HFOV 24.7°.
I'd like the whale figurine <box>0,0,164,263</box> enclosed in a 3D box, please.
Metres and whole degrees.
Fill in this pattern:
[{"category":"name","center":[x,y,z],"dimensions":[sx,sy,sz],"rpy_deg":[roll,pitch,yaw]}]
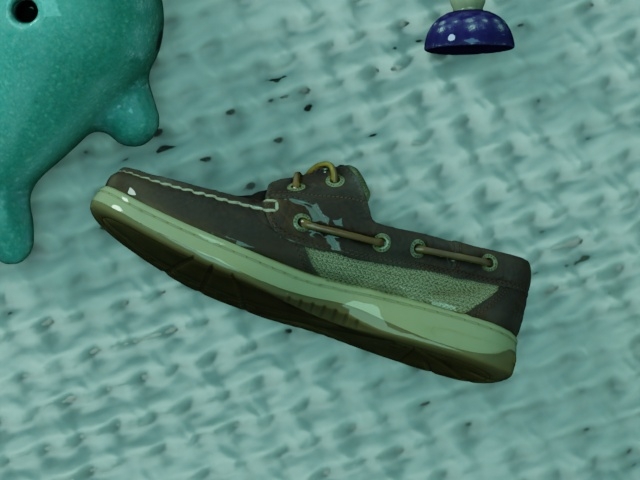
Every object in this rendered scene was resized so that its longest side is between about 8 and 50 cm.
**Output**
[{"category":"whale figurine","center":[-0.224,-0.118,1.076],"dimensions":[0.216,0.141,0.272],"rpy_deg":[23,94,-4]}]

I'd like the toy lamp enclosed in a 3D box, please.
[{"category":"toy lamp","center":[0.115,-0.284,1.126],"dimensions":[0.080,0.080,0.274],"rpy_deg":[-2,91,-4]}]

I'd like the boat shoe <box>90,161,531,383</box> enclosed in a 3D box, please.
[{"category":"boat shoe","center":[0.000,0.000,1.112],"dimensions":[0.342,0.123,0.123],"rpy_deg":[19,76,-4]}]
